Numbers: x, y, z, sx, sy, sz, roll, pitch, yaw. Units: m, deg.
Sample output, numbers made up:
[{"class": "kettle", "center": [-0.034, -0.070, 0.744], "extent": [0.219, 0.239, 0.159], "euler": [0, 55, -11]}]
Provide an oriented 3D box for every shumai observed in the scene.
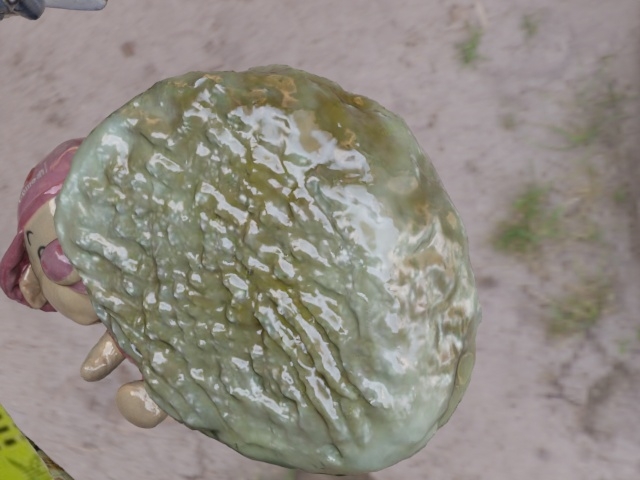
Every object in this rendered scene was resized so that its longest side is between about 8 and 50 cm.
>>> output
[{"class": "shumai", "center": [0.000, 0.000, 1.080], "extent": [0.260, 0.222, 0.225], "euler": [33, 119, 21]}]

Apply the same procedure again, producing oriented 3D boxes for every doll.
[{"class": "doll", "center": [-0.178, 0.027, 1.648], "extent": [0.196, 0.152, 0.256], "euler": [-41, 75, 1]}]

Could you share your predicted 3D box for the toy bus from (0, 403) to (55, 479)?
[{"class": "toy bus", "center": [-0.089, 0.195, 0.547], "extent": [0.139, 0.113, 0.302], "euler": [-16, 69, -54]}]

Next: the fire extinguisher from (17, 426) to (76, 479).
[{"class": "fire extinguisher", "center": [-0.232, 0.200, 1.275], "extent": [0.113, 0.376, 0.200], "euler": [-59, 149, 8]}]

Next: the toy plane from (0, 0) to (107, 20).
[{"class": "toy plane", "center": [-0.284, -0.228, 1.311], "extent": [0.204, 0.316, 0.103], "euler": [-4, 77, 13]}]
